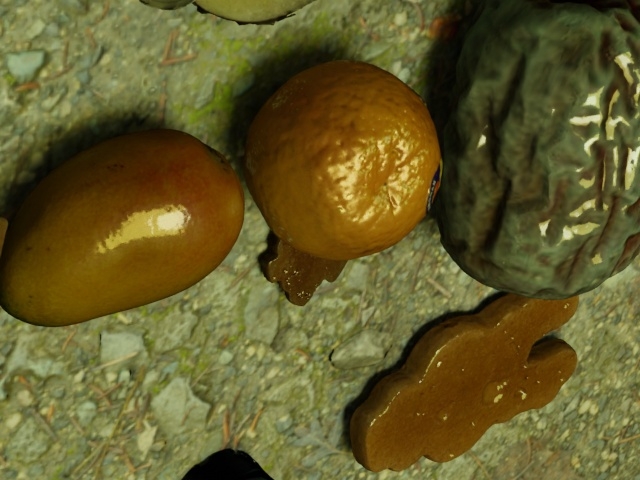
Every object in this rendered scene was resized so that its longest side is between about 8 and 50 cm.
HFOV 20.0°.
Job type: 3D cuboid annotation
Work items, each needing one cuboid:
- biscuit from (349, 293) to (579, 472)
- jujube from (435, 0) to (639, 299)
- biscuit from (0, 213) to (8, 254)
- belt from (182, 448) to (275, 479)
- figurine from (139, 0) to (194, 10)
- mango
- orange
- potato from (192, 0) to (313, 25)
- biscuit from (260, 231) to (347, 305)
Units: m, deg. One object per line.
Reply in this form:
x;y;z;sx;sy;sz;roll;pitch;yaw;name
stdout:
0.154;0.147;1.934;0.295;0.044;0.186;-24;128;-26;biscuit
0.223;-0.096;1.704;0.226;0.226;0.317;-9;119;-35;jujube
-0.376;0.059;1.405;0.301;0.043;0.278;-35;129;-7;biscuit
-0.098;0.277;1.807;0.105;0.058;0.140;9;114;-39;belt
-0.093;-0.309;1.347;0.141;0.166;0.250;-29;123;-46;figurine
-0.168;-0.011;1.503;0.221;0.120;0.152;-20;132;-18;mango
0.019;-0.070;1.588;0.177;0.155;0.178;-26;131;-34;orange
-0.055;-0.250;1.430;0.202;0.182;0.117;-35;177;-3;potato
0.000;0.000;1.720;0.130;0.019;0.119;-26;132;-22;biscuit
